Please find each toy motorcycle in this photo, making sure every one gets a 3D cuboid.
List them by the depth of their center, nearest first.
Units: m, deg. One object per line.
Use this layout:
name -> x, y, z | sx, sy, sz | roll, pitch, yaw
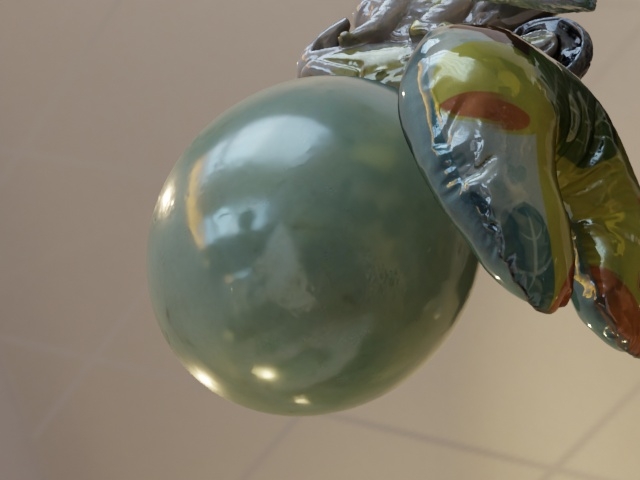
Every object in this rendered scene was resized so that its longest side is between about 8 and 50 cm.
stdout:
toy motorcycle -> 0.100, -0.179, 1.545 | 0.108, 0.341, 0.222 | 60, -162, -45

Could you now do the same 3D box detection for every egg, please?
egg -> 0.000, 0.000, 1.316 | 0.276, 0.276, 0.389 | 63, -152, -10

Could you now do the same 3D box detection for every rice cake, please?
rice cake -> 0.132, -0.174, 1.024 | 0.033, 0.207, 0.033 | 22, -85, -20

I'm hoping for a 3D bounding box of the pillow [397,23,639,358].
pillow -> 0.133, -0.031, 0.922 | 0.233, 0.086, 0.214 | 29, -141, -50
